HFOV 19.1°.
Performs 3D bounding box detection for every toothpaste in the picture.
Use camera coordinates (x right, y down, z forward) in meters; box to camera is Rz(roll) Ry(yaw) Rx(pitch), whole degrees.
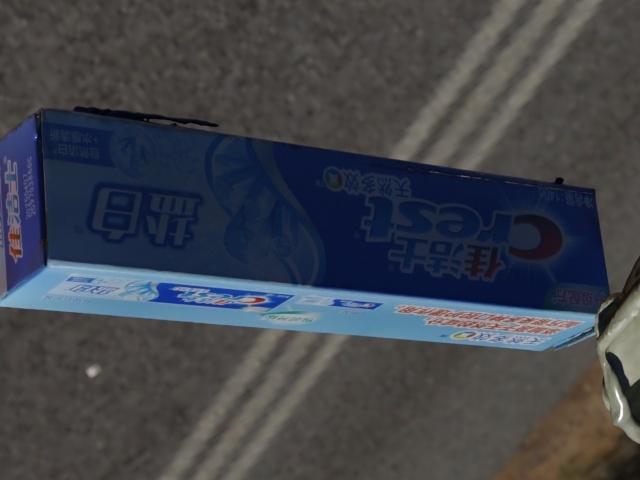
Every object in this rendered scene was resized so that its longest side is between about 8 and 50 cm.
[{"bbox_3d":[0.000,0.000,0.764,0.272,0.066,0.053,7,156,-34],"label":"toothpaste"}]

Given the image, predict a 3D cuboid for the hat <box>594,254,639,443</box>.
[{"bbox_3d":[0.205,-0.012,0.566,0.245,0.149,0.214,-50,144,-20],"label":"hat"}]
